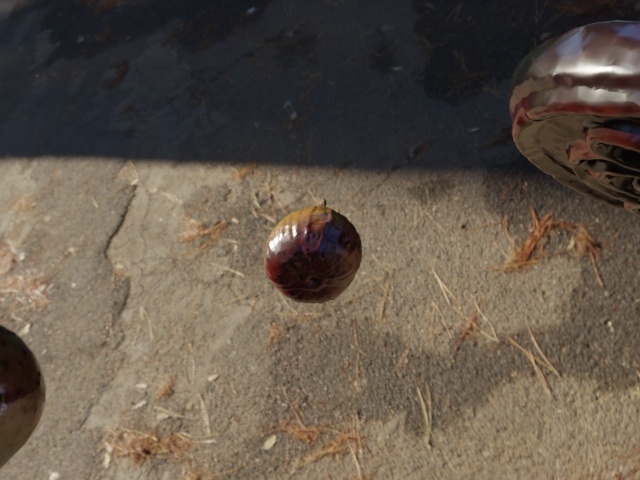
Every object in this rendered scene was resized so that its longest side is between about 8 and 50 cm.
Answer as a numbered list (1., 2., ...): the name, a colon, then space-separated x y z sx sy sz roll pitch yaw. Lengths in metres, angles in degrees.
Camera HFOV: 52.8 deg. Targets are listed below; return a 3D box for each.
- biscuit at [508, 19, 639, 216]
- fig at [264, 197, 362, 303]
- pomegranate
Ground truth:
1. biscuit: 0.356 -0.059 0.556 0.407 0.407 0.091 21 90 36
2. fig: -0.001 0.014 0.769 0.119 0.119 0.153 -12 7 16
3. pomegranate: -0.520 0.194 0.853 0.305 0.242 0.242 17 62 33
